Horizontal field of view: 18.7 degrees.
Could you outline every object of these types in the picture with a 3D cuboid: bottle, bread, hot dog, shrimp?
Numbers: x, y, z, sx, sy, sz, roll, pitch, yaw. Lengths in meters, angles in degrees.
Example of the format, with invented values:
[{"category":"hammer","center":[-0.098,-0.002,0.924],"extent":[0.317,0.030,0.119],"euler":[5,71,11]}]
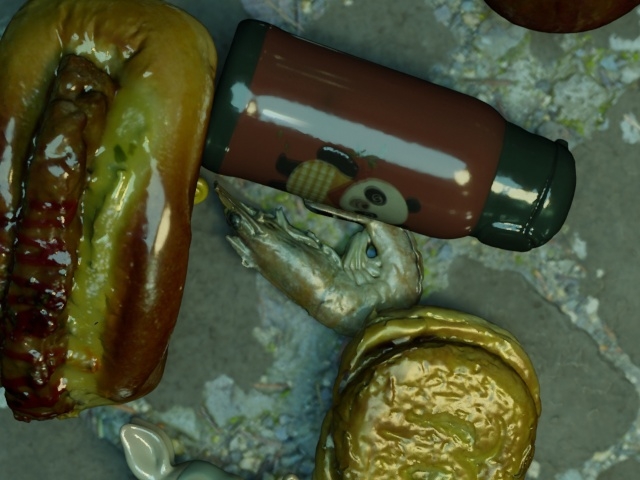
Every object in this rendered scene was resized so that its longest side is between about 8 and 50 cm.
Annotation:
[{"category":"bottle","center":[0.066,-0.087,1.760],"extent":[0.336,0.144,0.144],"euler":[17,94,-3]},{"category":"bread","center":[0.100,0.180,1.788],"extent":[0.198,0.120,0.236],"euler":[13,100,-11]},{"category":"hot dog","center":[-0.203,0.000,1.656],"extent":[0.185,0.223,0.405],"euler":[9,122,-4]},{"category":"shrimp","center":[0.000,0.000,1.813],"extent":[0.223,0.047,0.126],"euler":[37,86,-9]}]

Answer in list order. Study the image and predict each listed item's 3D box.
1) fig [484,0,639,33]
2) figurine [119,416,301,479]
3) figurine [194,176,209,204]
[{"category":"fig","center":[0.222,-0.281,1.726],"extent":[0.205,0.205,0.205],"euler":[0,94,-1]},{"category":"figurine","center":[-0.091,0.263,1.793],"extent":[0.155,0.127,0.235],"euler":[-16,92,18]},{"category":"figurine","center":[-0.191,-0.126,1.769],"extent":[0.156,0.131,0.246],"euler":[-2,115,38]}]
